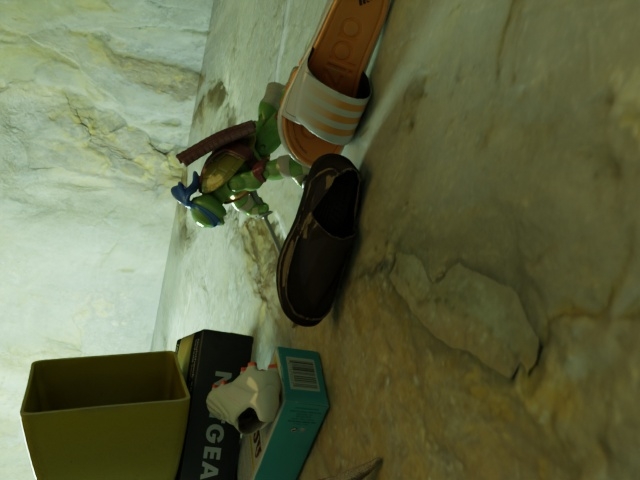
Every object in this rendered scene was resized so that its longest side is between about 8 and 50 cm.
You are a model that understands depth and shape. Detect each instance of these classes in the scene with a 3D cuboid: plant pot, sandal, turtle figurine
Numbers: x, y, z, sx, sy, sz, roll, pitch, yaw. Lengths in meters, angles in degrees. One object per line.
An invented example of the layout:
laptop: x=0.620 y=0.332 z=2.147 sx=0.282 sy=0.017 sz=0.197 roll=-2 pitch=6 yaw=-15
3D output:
plant pot: x=-0.301 y=0.284 z=1.078 sx=0.212 sy=0.212 sz=0.187 roll=-148 pitch=57 yaw=-71
sandal: x=0.019 y=-0.206 z=0.942 sx=0.076 sy=0.102 sz=0.265 roll=-109 pitch=35 yaw=-61
turtle figurine: x=-0.055 y=-0.100 z=1.122 sx=0.198 sy=0.275 sz=0.266 roll=83 pitch=-149 yaw=-70

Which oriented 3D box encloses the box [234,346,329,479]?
box: x=-0.059 y=0.265 z=1.006 sx=0.100 sy=0.060 sz=0.244 roll=-104 pitch=29 yaw=-53

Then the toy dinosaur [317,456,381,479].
toy dinosaur: x=-0.027 y=0.349 z=0.788 sx=0.200 sy=0.127 sz=0.295 roll=50 pitch=-119 yaw=-72

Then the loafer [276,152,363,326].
loafer: x=0.000 y=0.000 z=0.926 sx=0.078 sy=0.080 sz=0.220 roll=-163 pitch=83 yaw=-73

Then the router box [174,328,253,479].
router box: x=-0.189 y=0.300 z=1.160 sx=0.243 sy=0.081 sz=0.308 roll=150 pitch=129 yaw=-67

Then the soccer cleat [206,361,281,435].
soccer cleat: x=-0.102 y=0.213 z=0.960 sx=0.196 sy=0.068 sz=0.076 roll=134 pitch=140 yaw=-56

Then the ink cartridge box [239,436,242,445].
ink cartridge box: x=-0.131 y=0.377 z=1.174 sx=0.104 sy=0.060 sz=0.180 roll=118 pitch=155 yaw=-44

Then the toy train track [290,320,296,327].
toy train track: x=-0.030 y=0.092 z=1.088 sx=0.048 sy=0.014 sz=0.083 roll=-116 pitch=33 yaw=-50
